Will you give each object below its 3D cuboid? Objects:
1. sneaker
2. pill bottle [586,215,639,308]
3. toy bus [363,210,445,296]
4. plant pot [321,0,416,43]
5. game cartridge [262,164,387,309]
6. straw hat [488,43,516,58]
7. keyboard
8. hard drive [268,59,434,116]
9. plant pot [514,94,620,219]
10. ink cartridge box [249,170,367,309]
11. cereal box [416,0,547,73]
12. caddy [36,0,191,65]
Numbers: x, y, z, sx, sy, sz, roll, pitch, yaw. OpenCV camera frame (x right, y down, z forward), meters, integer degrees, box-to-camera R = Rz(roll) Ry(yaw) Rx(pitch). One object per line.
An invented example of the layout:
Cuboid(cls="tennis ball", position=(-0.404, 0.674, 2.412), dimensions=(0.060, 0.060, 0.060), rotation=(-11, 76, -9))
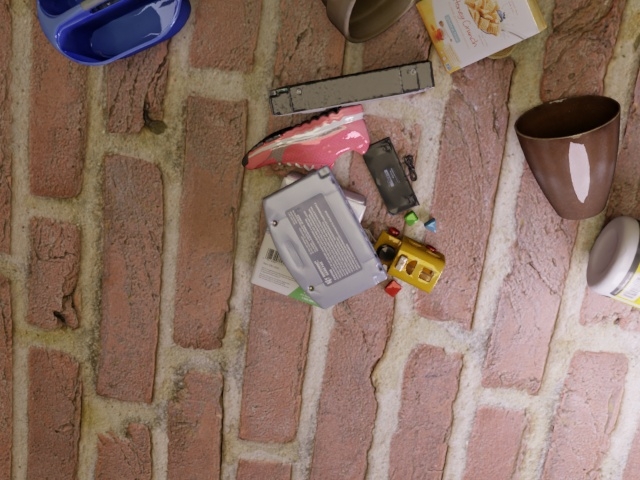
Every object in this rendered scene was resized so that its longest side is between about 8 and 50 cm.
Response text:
Cuboid(cls="sneaker", position=(-0.032, -0.207, 1.620), dimensions=(0.314, 0.116, 0.136), rotation=(-20, 103, 11))
Cuboid(cls="pill bottle", position=(0.793, 0.084, 1.561), dimensions=(0.334, 0.188, 0.187), rotation=(21, 106, 0))
Cuboid(cls="toy bus", position=(0.198, 0.044, 1.664), dimensions=(0.202, 0.104, 0.190), rotation=(-19, 102, 11))
Cuboid(cls="plant pot", position=(0.072, -0.619, 1.423), dimensions=(0.280, 0.323, 0.323), rotation=(46, 106, 12))
Cuboid(cls="game cartridge", position=(0.000, 0.000, 1.581), dimensions=(0.196, 0.060, 0.294), rotation=(-27, 100, 8))
Cuboid(cls="straw hat", position=(0.388, -0.473, 1.522), dimensions=(0.061, 0.144, 0.144), rotation=(-32, 103, -31))
Cuboid(cls="keyboard", position=(0.180, -0.157, 1.657), dimensions=(0.108, 0.023, 0.180), rotation=(-22, 102, 18))
Cuboid(cls="hard drive", position=(0.073, -0.331, 1.510), dimensions=(0.339, 0.237, 0.064), rotation=(-8, 104, 8))
Cuboid(cls="plant pot", position=(0.555, -0.169, 1.530), dimensions=(0.216, 0.215, 0.230), rotation=(-14, 118, 10))
Cuboid(cls="ink cartridge box", position=(-0.027, -0.004, 1.671), dimensions=(0.202, 0.117, 0.278), rotation=(20, 106, 1))
Cuboid(cls="cereal box", position=(0.335, -0.476, 1.472), dimensions=(0.240, 0.047, 0.173), rotation=(-17, 104, 49))
Cuboid(cls="caddy", position=(-0.457, -0.533, 1.550), dimensions=(0.342, 0.179, 0.241), rotation=(-21, 101, 12))
